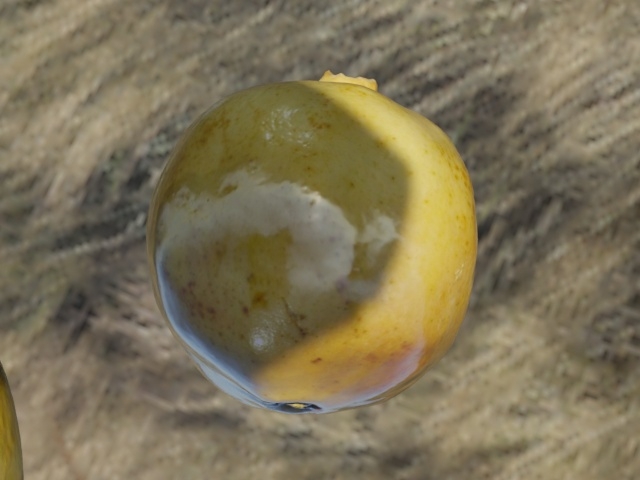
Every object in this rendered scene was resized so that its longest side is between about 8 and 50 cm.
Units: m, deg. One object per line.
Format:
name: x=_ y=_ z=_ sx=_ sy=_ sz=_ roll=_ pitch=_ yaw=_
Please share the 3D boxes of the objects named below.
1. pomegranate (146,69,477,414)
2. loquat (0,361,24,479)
pomegranate: x=-0.003 y=0.007 z=1.205 sx=0.233 sy=0.233 sz=0.233 roll=19 pitch=156 yaw=9
loquat: x=-0.226 y=0.091 z=0.850 sx=0.179 sy=0.179 sz=0.227 roll=-10 pitch=105 yaw=51
